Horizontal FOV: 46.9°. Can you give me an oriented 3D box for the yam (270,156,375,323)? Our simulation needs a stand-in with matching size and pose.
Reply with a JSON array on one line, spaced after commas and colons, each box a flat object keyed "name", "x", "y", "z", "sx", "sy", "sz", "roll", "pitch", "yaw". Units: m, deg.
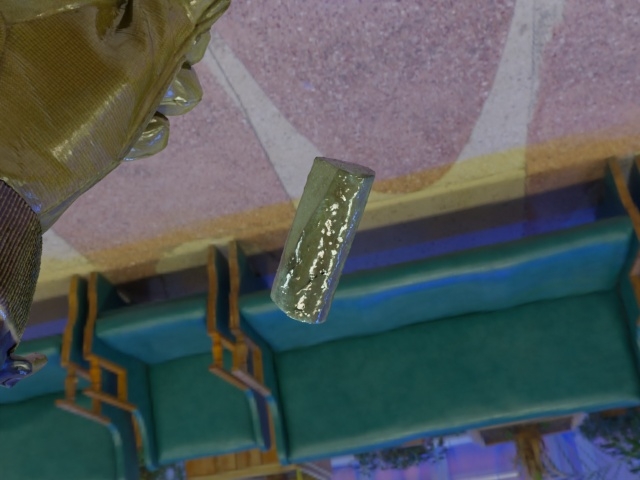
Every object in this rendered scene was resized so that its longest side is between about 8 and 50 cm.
[{"name": "yam", "x": 0.000, "y": 0.000, "z": 0.743, "sx": 0.068, "sy": 0.068, "sz": 0.169, "roll": 8, "pitch": 111, "yaw": -26}]

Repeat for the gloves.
[{"name": "gloves", "x": -0.153, "y": -0.076, "z": 0.403, "sx": 0.141, "sy": 0.331, "sz": 0.154, "roll": 24, "pitch": 137, "yaw": -7}]
